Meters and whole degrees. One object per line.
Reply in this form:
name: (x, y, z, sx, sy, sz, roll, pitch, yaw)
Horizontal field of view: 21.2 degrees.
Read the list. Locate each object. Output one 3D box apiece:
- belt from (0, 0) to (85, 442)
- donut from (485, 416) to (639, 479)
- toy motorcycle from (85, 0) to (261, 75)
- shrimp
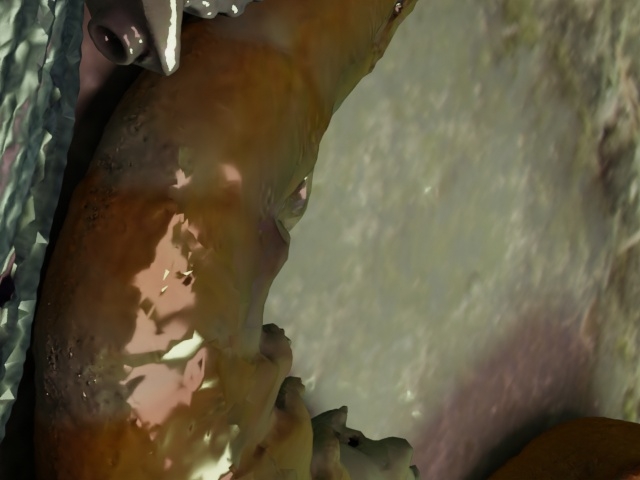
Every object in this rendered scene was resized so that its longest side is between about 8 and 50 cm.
belt: (-0.112, -0.004, 0.346, 0.122, 0.128, 0.218, -6, 114, -50)
donut: (0.110, 0.159, 0.757, 0.190, 0.075, 0.174, -45, 139, -20)
toy motorcycle: (-0.055, -0.127, 0.395, 0.122, 0.080, 0.215, -46, 140, -28)
shrimp: (-0.019, 0.018, 0.545, 0.185, 0.068, 0.287, -12, 108, -52)
